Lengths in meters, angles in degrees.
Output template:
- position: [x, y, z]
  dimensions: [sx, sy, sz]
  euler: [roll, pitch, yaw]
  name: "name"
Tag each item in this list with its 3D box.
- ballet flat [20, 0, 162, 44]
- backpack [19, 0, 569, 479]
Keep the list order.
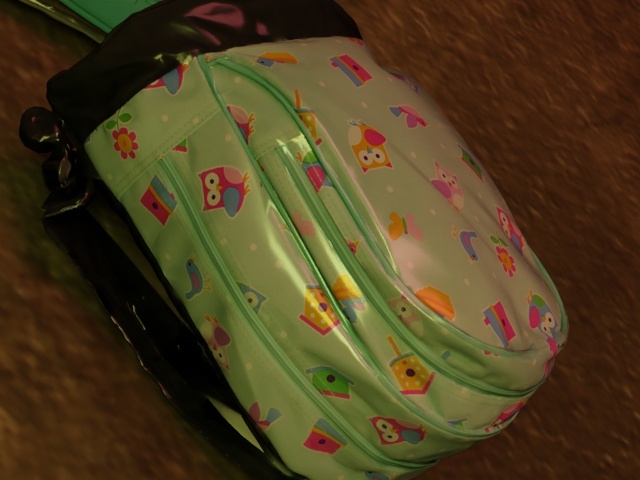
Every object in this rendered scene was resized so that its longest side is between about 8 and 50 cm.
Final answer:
- position: [-0.124, -0.133, 0.601]
  dimensions: [0.213, 0.072, 0.068]
  euler: [32, 12, -17]
  name: "ballet flat"
- position: [0.000, 0.000, 0.542]
  dimensions: [0.152, 0.115, 0.182]
  euler: [-14, 69, -51]
  name: "backpack"
